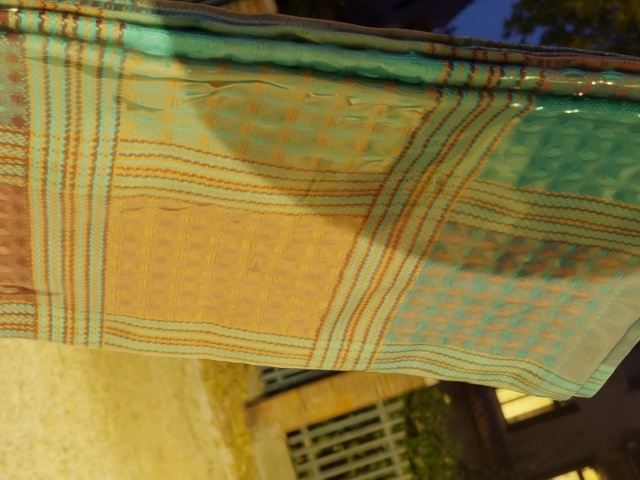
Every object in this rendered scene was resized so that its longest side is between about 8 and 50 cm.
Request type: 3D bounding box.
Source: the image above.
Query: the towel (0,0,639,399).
[{"bbox_3d":[0.000,0.000,0.473,0.271,0.371,0.040,109,-16,-57],"label":"towel"}]
